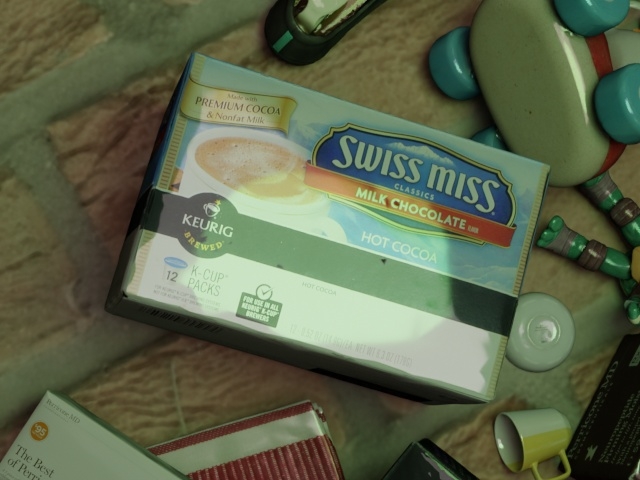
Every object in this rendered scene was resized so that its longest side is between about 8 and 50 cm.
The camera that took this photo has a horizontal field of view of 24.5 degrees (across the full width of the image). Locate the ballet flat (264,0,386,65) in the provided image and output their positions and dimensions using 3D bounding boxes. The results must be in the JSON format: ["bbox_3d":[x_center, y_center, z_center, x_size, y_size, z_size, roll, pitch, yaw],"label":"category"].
[{"bbox_3d":[0.055,-0.286,1.488,0.095,0.096,0.280,40,78,-4],"label":"ballet flat"}]

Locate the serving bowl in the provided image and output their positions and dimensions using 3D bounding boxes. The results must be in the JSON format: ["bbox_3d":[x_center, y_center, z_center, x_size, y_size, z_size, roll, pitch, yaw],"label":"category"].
[{"bbox_3d":[0.225,0.094,1.515,0.083,0.027,0.083,1,85,-10],"label":"serving bowl"}]

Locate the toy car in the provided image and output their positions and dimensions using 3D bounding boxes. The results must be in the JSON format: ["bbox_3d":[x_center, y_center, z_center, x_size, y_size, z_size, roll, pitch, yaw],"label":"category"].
[{"bbox_3d":[0.278,-0.174,1.495,0.238,0.219,0.210,-19,87,-41],"label":"toy car"}]

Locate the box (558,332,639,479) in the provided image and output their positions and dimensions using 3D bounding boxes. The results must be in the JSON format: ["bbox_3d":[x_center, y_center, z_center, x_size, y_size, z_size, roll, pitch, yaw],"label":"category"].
[{"bbox_3d":[0.368,0.196,1.441,0.167,0.203,0.168,30,79,-6],"label":"box"}]

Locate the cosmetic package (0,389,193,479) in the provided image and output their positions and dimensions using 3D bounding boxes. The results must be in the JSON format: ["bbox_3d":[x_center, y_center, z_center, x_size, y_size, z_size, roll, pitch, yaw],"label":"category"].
[{"bbox_3d":[-0.178,0.244,1.373,0.239,0.060,0.099,31,83,10],"label":"cosmetic package"}]

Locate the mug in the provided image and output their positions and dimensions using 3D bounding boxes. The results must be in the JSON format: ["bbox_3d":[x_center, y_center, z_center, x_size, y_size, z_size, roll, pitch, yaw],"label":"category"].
[{"bbox_3d":[0.219,0.204,1.489,0.064,0.062,0.078,-12,90,-20],"label":"mug"}]

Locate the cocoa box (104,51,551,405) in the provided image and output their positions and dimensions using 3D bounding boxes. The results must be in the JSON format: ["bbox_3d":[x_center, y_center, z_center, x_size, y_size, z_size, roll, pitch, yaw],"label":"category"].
[{"bbox_3d":[0.000,0.000,1.378,0.347,0.231,0.228,17,80,-9],"label":"cocoa box"}]

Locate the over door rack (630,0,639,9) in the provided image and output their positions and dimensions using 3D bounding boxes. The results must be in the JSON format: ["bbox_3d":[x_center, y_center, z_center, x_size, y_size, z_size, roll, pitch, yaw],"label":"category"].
[{"bbox_3d":[0.260,-0.370,1.504,0.324,0.108,0.239,16,80,-34],"label":"over door rack"}]

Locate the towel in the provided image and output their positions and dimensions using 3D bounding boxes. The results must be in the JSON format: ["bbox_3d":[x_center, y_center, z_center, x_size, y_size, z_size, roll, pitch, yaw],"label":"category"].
[{"bbox_3d":[-0.067,0.338,1.395,0.237,0.037,0.329,-17,79,2],"label":"towel"}]

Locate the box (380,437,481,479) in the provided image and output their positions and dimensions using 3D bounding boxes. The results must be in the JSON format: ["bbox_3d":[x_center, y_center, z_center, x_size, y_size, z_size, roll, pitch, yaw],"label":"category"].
[{"bbox_3d":[0.141,0.318,1.281,0.270,0.143,0.165,38,91,11],"label":"box"}]

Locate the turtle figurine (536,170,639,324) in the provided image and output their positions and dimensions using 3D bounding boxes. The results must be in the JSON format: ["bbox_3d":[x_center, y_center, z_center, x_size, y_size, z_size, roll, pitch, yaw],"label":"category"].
[{"bbox_3d":[0.346,0.029,1.499,0.234,0.118,0.175,36,60,12],"label":"turtle figurine"}]
